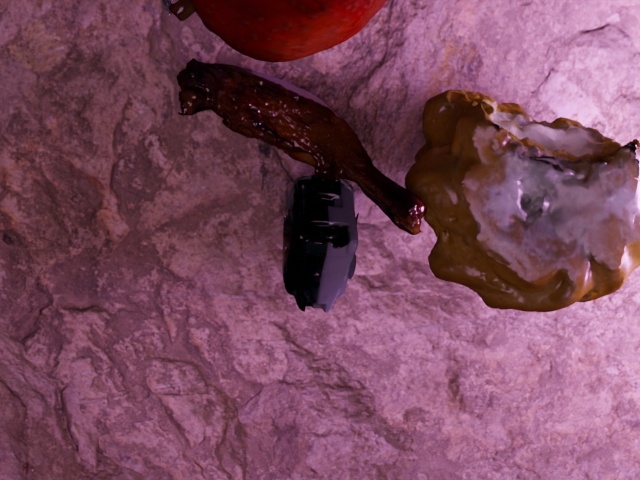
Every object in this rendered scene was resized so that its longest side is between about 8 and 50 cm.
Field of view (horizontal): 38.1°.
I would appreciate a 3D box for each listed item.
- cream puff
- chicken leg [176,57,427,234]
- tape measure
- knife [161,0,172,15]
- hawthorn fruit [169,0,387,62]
[{"bbox_3d":[0.267,-0.045,1.247,0.323,0.270,0.274,17,96,0],"label":"cream puff"},{"bbox_3d":[-0.016,-0.135,1.222,0.407,0.158,0.095,34,111,19],"label":"chicken leg"},{"bbox_3d":[0.000,-0.003,1.311,0.107,0.181,0.182,5,139,-5],"label":"tape measure"},{"bbox_3d":[-0.217,-0.381,1.222,0.023,0.010,0.170,-6,117,8],"label":"knife"},{"bbox_3d":[-0.051,-0.342,1.116,0.307,0.265,0.265,-30,113,24],"label":"hawthorn fruit"}]
